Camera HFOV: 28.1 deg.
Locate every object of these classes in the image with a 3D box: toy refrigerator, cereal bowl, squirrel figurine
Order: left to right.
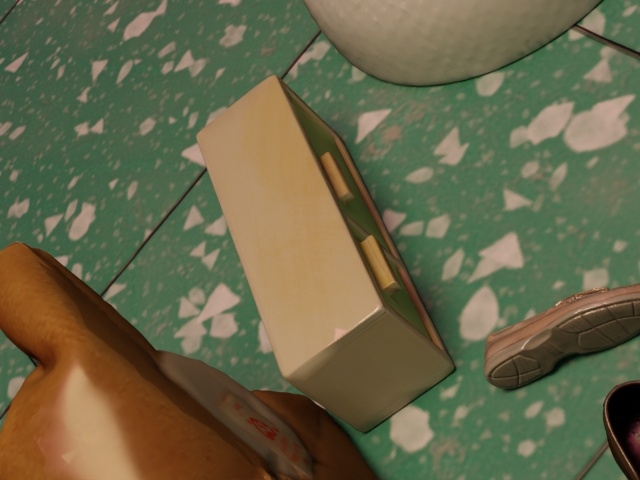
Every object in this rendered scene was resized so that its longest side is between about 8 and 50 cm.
[{"bbox_3d":[-0.131,0.273,0.760,0.370,0.281,0.397,-53,40,6],"label":"squirrel figurine"},{"bbox_3d":[0.000,0.000,0.957,0.094,0.102,0.269,-36,44,14],"label":"toy refrigerator"},{"bbox_3d":[0.108,-0.303,1.053,0.339,0.141,0.339,-21,51,28],"label":"cereal bowl"}]

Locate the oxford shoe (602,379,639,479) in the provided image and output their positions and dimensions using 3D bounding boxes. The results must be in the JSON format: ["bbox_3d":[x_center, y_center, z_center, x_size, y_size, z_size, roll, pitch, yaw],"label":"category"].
[{"bbox_3d":[0.229,0.149,0.670,0.083,0.096,0.227,-51,44,-4],"label":"oxford shoe"}]

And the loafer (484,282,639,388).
[{"bbox_3d":[0.159,0.053,0.833,0.125,0.045,0.039,-30,40,24],"label":"loafer"}]
